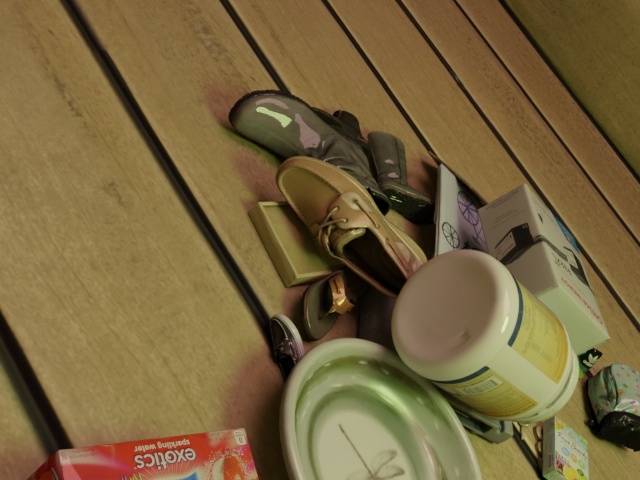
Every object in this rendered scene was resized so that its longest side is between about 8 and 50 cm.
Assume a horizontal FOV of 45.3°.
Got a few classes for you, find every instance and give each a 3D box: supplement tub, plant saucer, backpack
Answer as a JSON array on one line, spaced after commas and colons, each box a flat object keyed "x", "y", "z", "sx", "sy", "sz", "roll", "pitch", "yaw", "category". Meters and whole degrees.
[{"x": 0.294, "y": 0.178, "z": 1.330, "sx": 0.316, "sy": 0.228, "sz": 0.228, "roll": 37, "pitch": 34, "yaw": -40, "category": "supplement tub"}, {"x": 0.081, "y": 0.347, "z": 1.185, "sx": 0.400, "sy": 0.100, "sz": 0.400, "roll": 28, "pitch": 40, "yaw": -27, "category": "plant saucer"}, {"x": 0.695, "y": 0.378, "z": 1.782, "sx": 0.152, "sy": 0.115, "sz": 0.182, "roll": 29, "pitch": 37, "yaw": -21, "category": "backpack"}]

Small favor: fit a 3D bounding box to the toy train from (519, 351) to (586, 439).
[{"x": 0.488, "y": 0.302, "z": 1.612, "sx": 0.105, "sy": 0.143, "sz": 0.248, "roll": 40, "pitch": 36, "yaw": -10, "category": "toy train"}]

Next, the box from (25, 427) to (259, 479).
[{"x": -0.202, "y": 0.313, "z": 0.903, "sx": 0.257, "sy": 0.123, "sz": 0.128, "roll": 6, "pitch": 53, "yaw": -43, "category": "box"}]

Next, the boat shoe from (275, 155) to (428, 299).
[{"x": 0.050, "y": -0.026, "z": 1.391, "sx": 0.341, "sy": 0.121, "sz": 0.110, "roll": 39, "pitch": 27, "yaw": 4, "category": "boat shoe"}]

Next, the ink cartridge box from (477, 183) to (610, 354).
[{"x": 0.463, "y": 0.067, "z": 1.610, "sx": 0.223, "sy": 0.129, "sz": 0.307, "roll": 40, "pitch": 31, "yaw": -32, "category": "ink cartridge box"}]

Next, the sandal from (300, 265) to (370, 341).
[{"x": 0.037, "y": 0.102, "z": 1.376, "sx": 0.219, "sy": 0.060, "sz": 0.090, "roll": -31, "pitch": 103, "yaw": -48, "category": "sandal"}]

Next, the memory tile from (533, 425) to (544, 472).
[{"x": 0.501, "y": 0.457, "z": 1.592, "sx": 0.148, "sy": 0.012, "sz": 0.113, "roll": 33, "pitch": 38, "yaw": -21, "category": "memory tile"}]

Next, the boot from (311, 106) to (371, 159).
[{"x": 0.025, "y": -0.268, "z": 1.741, "sx": 0.198, "sy": 0.077, "sz": 0.137, "roll": 36, "pitch": 31, "yaw": -38, "category": "boot"}]

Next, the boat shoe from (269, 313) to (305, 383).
[{"x": -0.053, "y": 0.184, "z": 1.244, "sx": 0.040, "sy": 0.049, "sz": 0.142, "roll": -5, "pitch": 63, "yaw": -48, "category": "boat shoe"}]

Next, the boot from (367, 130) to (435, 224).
[{"x": 0.193, "y": -0.150, "z": 1.806, "sx": 0.190, "sy": 0.076, "sz": 0.208, "roll": 29, "pitch": 33, "yaw": -27, "category": "boot"}]

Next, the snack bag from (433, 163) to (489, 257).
[{"x": 0.357, "y": 0.037, "z": 1.766, "sx": 0.323, "sy": 0.037, "sz": 0.342, "roll": 39, "pitch": 42, "yaw": -31, "category": "snack bag"}]

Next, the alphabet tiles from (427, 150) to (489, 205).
[{"x": 0.357, "y": -0.139, "z": 1.905, "sx": 0.198, "sy": 0.009, "sz": 0.237, "roll": 36, "pitch": 10, "yaw": -39, "category": "alphabet tiles"}]

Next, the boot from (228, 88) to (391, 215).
[{"x": -0.009, "y": -0.166, "z": 1.521, "sx": 0.338, "sy": 0.118, "sz": 0.222, "roll": 15, "pitch": 34, "yaw": -32, "category": "boot"}]

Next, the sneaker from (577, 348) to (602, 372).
[{"x": 0.611, "y": 0.191, "z": 1.863, "sx": 0.108, "sy": 0.121, "sz": 0.302, "roll": 27, "pitch": 40, "yaw": -26, "category": "sneaker"}]

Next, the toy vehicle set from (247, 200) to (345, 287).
[{"x": 0.000, "y": 0.000, "z": 1.482, "sx": 0.267, "sy": 0.035, "sz": 0.166, "roll": -4, "pitch": 60, "yaw": -48, "category": "toy vehicle set"}]

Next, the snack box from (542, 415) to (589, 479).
[{"x": 0.499, "y": 0.442, "z": 1.560, "sx": 0.100, "sy": 0.037, "sz": 0.141, "roll": 39, "pitch": 36, "yaw": -13, "category": "snack box"}]

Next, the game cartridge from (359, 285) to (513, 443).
[{"x": 0.222, "y": 0.225, "z": 1.485, "sx": 0.355, "sy": 0.068, "sz": 0.230, "roll": 31, "pitch": 35, "yaw": -22, "category": "game cartridge"}]

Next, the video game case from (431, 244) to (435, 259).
[{"x": 0.304, "y": 0.089, "z": 1.729, "sx": 0.143, "sy": 0.019, "sz": 0.157, "roll": 40, "pitch": 36, "yaw": -12, "category": "video game case"}]
